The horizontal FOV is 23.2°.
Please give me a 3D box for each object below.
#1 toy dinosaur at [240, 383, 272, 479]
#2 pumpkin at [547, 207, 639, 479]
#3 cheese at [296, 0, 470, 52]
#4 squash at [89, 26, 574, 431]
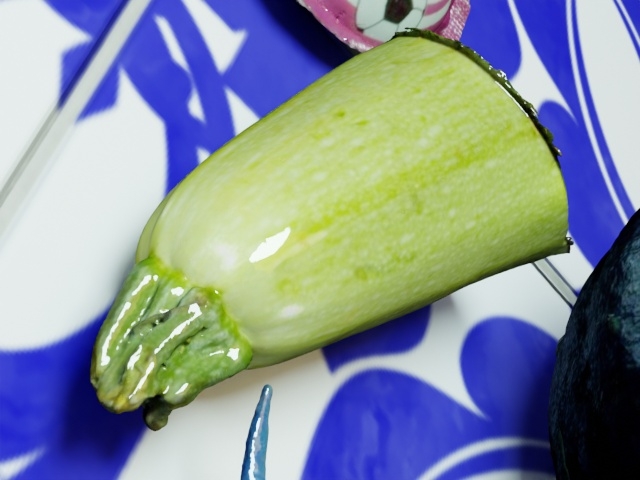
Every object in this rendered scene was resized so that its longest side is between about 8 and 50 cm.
[{"bbox_3d":[-0.075,0.199,0.533,0.144,0.076,0.329,54,52,-6],"label":"toy dinosaur"},{"bbox_3d":[0.296,0.093,0.777,0.363,0.363,0.266,30,46,-37],"label":"pumpkin"},{"bbox_3d":[0.000,-0.188,0.801,0.244,0.062,0.155,45,47,-25],"label":"cheese"},{"bbox_3d":[-0.004,-0.016,0.678,0.287,0.137,0.137,-21,89,-47],"label":"squash"}]
